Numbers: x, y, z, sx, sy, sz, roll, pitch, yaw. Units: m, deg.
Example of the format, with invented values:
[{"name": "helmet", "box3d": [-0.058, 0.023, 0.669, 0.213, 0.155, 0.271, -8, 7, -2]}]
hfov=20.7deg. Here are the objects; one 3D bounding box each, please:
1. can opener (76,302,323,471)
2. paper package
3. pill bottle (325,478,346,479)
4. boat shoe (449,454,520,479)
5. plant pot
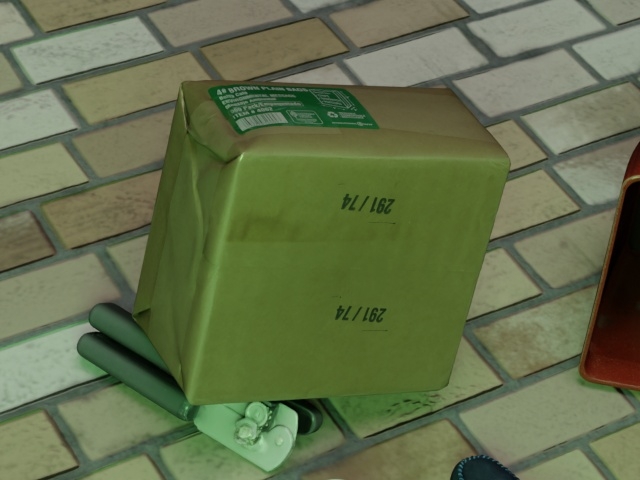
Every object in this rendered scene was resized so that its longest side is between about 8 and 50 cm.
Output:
[{"name": "can opener", "box3d": [-0.134, 0.156, 1.882, 0.280, 0.074, 0.093, 27, 12, 18]}, {"name": "paper package", "box3d": [0.000, 0.000, 1.818, 0.324, 0.310, 0.168, -1, 29, -28]}, {"name": "pill bottle", "box3d": [0.009, 0.302, 1.663, 0.087, 0.160, 0.087, 4, 42, -3]}, {"name": "boat shoe", "box3d": [0.226, 0.298, 1.749, 0.109, 0.089, 0.258, -23, 51, -29]}, {"name": "plant pot", "box3d": [0.450, 0.009, 1.984, 0.267, 0.267, 0.236, 11, 31, 4]}]
